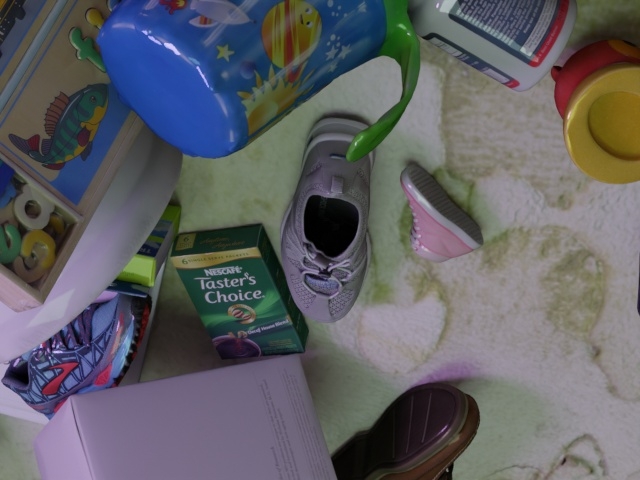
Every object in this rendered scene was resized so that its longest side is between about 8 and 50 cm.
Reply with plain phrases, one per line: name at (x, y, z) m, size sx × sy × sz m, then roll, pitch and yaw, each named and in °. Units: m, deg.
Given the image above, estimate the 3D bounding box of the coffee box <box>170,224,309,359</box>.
coffee box at (-0.093, 0.063, 2.126) m, size 0.113 × 0.040 × 0.184 m, roll -5°, pitch 133°, yaw 18°

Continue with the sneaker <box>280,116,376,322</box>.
sneaker at (0.000, 0.000, 1.988) m, size 0.105 × 0.115 × 0.281 m, roll 7°, pitch 136°, yaw 5°

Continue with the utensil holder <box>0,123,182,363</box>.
utensil holder at (-0.383, -0.118, 1.815) m, size 0.328 × 0.327 × 0.385 m, roll -26°, pitch 121°, yaw 33°

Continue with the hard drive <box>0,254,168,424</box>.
hard drive at (-0.324, 0.101, 2.211) m, size 0.233 × 0.047 × 0.353 m, roll 15°, pitch 136°, yaw -2°

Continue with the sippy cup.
sippy cup at (-0.075, -0.201, 1.667) m, size 0.305 × 0.224 × 0.240 m, roll 20°, pitch 147°, yaw 38°

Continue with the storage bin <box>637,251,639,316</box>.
storage bin at (0.438, 0.056, 1.944) m, size 0.180 × 0.122 × 0.084 m, roll 24°, pitch 134°, yaw -12°

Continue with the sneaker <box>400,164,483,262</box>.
sneaker at (0.113, -0.022, 1.987) m, size 0.070 × 0.051 × 0.134 m, roll -28°, pitch 127°, yaw 27°

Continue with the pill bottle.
pill bottle at (0.143, -0.229, 1.734) m, size 0.180 × 0.108 × 0.108 m, roll 28°, pitch 134°, yaw -16°

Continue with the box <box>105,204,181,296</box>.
box at (-0.222, 0.002, 1.995) m, size 0.109 × 0.178 × 0.042 m, roll 10°, pitch 112°, yaw 2°

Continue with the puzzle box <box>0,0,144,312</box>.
puzzle box at (-0.277, -0.175, 1.674) m, size 0.272 × 0.409 × 0.052 m, roll 39°, pitch 149°, yaw -25°

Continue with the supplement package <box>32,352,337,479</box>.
supplement package at (-0.160, 0.260, 2.129) m, size 0.293 × 0.175 × 0.177 m, roll -9°, pitch 161°, yaw -28°

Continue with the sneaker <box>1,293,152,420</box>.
sneaker at (-0.293, 0.129, 2.125) m, size 0.125 × 0.104 × 0.262 m, roll 30°, pitch 133°, yaw -15°

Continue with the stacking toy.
stacking toy at (0.402, -0.149, 1.795) m, size 0.309 × 0.130 × 0.279 m, roll 31°, pitch 107°, yaw -22°

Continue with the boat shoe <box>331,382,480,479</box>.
boat shoe at (0.116, 0.268, 2.250) m, size 0.104 × 0.110 × 0.307 m, roll 27°, pitch 144°, yaw -20°
